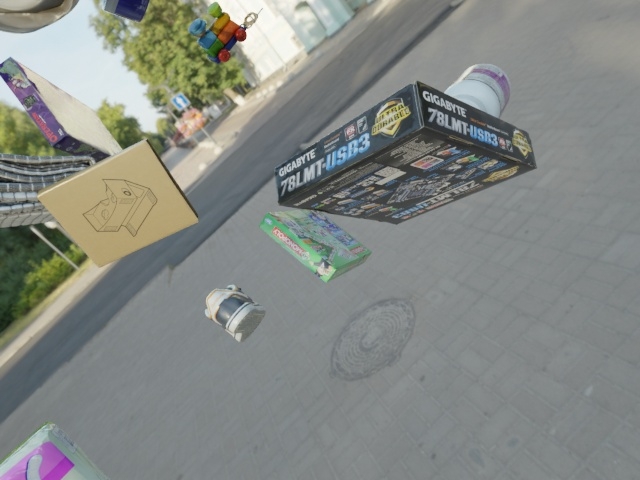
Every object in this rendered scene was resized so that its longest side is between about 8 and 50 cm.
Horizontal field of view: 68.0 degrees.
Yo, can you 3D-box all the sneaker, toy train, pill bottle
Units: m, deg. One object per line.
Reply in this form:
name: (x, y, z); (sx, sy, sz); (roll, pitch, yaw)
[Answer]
sneaker: (-0.244, 0.204, 1.366); (0.126, 0.127, 0.321); (-51, -10, -16)
toy train: (-0.307, -0.717, 1.543); (0.105, 0.143, 0.248); (37, 88, 37)
pill bottle: (0.426, -0.379, 1.333); (0.169, 0.169, 0.301); (-22, 17, 41)

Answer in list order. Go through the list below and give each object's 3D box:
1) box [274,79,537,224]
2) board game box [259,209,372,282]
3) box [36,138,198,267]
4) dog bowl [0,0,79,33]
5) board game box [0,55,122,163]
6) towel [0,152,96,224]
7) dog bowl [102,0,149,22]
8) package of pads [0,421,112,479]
box: (0.129, -0.111, 0.743); (0.295, 0.293, 0.073); (-22, 70, 46)
board game box: (0.000, 0.000, 1.231); (0.046, 0.213, 0.317); (-54, -14, 17)
box: (-0.335, -0.057, 0.799); (0.201, 0.164, 0.021); (-25, 33, 3)
dog bowl: (-0.701, -0.658, 1.074); (0.348, 0.349, 0.102); (-34, 19, 17)
board game box: (-0.588, -0.277, 1.136); (0.056, 0.208, 0.347); (-32, -2, -1)
towel: (-0.549, -0.093, 0.852); (0.283, 0.121, 0.235); (-10, 4, -35)
dog bowl: (-0.538, -0.771, 1.349); (0.265, 0.104, 0.265); (-25, 60, 53)
package of pads: (-0.341, 0.390, 0.509); (0.296, 0.229, 0.101); (-45, 11, -33)
